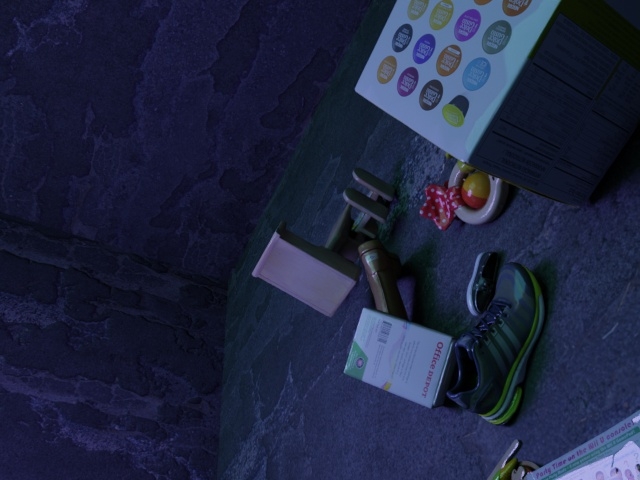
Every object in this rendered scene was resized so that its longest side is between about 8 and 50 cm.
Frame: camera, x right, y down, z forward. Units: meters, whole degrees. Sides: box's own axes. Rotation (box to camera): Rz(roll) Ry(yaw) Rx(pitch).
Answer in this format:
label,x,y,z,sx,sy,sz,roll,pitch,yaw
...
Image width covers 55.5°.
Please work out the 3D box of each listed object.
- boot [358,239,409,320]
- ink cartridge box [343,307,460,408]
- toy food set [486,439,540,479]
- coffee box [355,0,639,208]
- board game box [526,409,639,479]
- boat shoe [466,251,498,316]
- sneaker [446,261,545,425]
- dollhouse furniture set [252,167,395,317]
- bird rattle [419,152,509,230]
label,x,y,z,sx,sy,sz,roll,pitch,yaw
boot,0.177,0.157,1.535,0.089,0.236,0.270,-24,63,18
ink cartridge box,0.179,0.250,1.314,0.212,0.093,0.154,16,88,30
toy food set,0.325,0.427,0.996,0.132,0.038,0.192,-65,20,17
coffee box,0.333,-0.301,1.055,0.338,0.338,0.335,49,118,47
board game box,0.395,0.400,0.744,0.224,0.097,0.303,-53,27,39
boat shoe,0.340,0.087,1.264,0.040,0.049,0.142,-28,44,63
sneaker,0.319,0.180,1.117,0.111,0.121,0.300,-12,61,68
dollhouse furniture set,0.000,0.000,1.802,0.362,0.256,0.394,-57,5,35
bird rattle,0.332,-0.122,1.377,0.207,0.143,0.254,52,126,49
